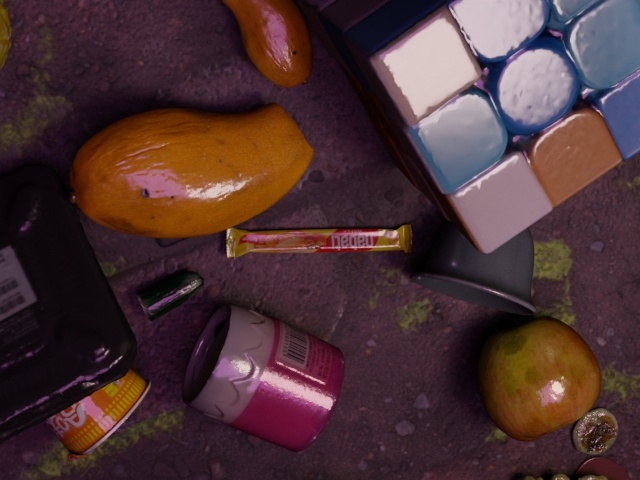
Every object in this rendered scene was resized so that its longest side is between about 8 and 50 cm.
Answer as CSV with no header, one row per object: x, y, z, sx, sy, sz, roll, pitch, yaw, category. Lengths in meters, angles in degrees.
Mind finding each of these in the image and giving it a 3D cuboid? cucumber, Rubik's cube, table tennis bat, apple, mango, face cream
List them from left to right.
-0.223,0.077,1.844,0.105,0.048,0.048,-30,109,-5,cucumber
-0.180,-0.098,1.753,0.359,0.144,0.187,-5,95,-16,mango
-0.087,0.203,1.839,0.195,0.175,0.175,26,99,-16,face cream
-0.072,-0.304,1.757,0.098,0.075,0.190,-34,102,-7,mango
0.226,-0.254,1.664,0.346,0.347,0.344,-34,120,1,Rubik's cube
0.336,0.213,1.921,0.196,0.196,0.196,-3,106,-11,apple
0.501,0.425,2.107,0.156,0.013,0.087,29,96,-16,table tennis bat

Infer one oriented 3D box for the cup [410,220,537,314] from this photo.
0.250,0.014,1.870,0.199,0.199,0.150,19,83,-16,cup

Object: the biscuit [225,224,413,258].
0.000,0.000,1.880,0.292,0.026,0.048,-2,86,-11,biscuit

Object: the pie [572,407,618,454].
0.463,0.320,2.066,0.085,0.017,0.085,-3,106,-11,pie

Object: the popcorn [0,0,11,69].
-0.512,-0.282,1.613,0.198,0.212,0.198,-2,83,14,popcorn

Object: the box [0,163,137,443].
-0.465,0.102,1.696,0.359,0.091,0.350,-28,71,-3,box

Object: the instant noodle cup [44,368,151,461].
-0.370,0.201,1.799,0.168,0.168,0.185,-43,101,2,instant noodle cup

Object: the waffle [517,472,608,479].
0.412,0.535,2.089,0.297,0.073,0.317,12,101,-17,waffle
